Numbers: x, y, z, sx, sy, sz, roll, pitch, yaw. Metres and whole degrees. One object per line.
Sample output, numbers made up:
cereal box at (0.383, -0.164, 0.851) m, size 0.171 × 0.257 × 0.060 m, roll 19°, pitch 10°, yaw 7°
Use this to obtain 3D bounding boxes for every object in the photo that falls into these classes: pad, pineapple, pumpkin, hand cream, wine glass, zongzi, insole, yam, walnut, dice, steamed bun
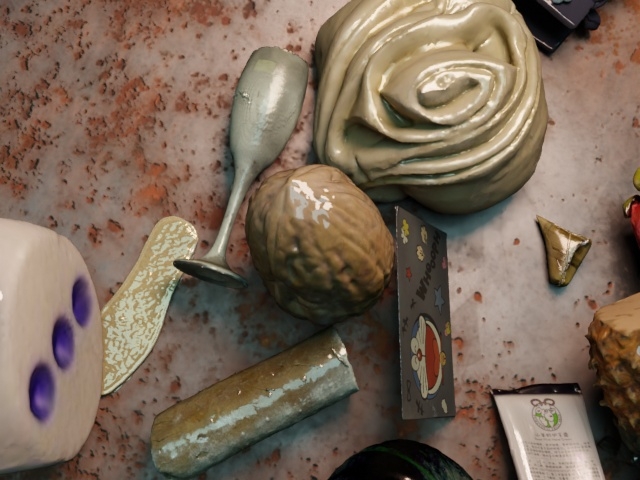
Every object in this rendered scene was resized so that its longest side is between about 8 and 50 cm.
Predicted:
pad at (0.130, 0.092, 0.847) m, size 0.006 × 0.170 × 0.245 m, roll -8°, pitch 74°, yaw 31°
pineapple at (0.409, 0.220, 0.823) m, size 0.141 × 0.170 × 0.309 m, roll -22°, pitch 100°, yaw -34°
pumpkin at (0.075, 0.355, 0.758) m, size 0.248 × 0.248 × 0.247 m, roll 1°, pitch 77°, yaw -5°
hand cream at (0.289, 0.314, 0.798) m, size 0.121 × 0.076 × 0.336 m, roll 3°, pitch 49°, yaw -8°
wine glass at (-0.098, -0.121, 0.813) m, size 0.096 × 0.264 × 0.309 m, roll 15°, pitch 75°, yaw 7°
zongzi at (0.313, 0.015, 0.938) m, size 0.083 × 0.040 × 0.076 m, roll 31°, pitch 82°, yaw 14°
insole at (-0.230, 0.081, 0.882) m, size 0.081 × 0.011 × 0.247 m, roll 24°, pitch 75°, yaw 1°
yam at (-0.077, 0.195, 0.829) m, size 0.259 × 0.093 × 0.093 m, roll -25°, pitch 80°, yaw -9°
walnut at (-0.002, 0.001, 0.806) m, size 0.178 × 0.230 × 0.178 m, roll -8°, pitch 55°, yaw 12°
dice at (-0.388, 0.118, 0.729) m, size 0.243 × 0.259 × 0.251 m, roll -6°, pitch 78°, yaw -1°
steamed bun at (0.151, -0.204, 0.878) m, size 0.310 × 0.219 × 0.324 m, roll 3°, pitch 76°, yaw -5°

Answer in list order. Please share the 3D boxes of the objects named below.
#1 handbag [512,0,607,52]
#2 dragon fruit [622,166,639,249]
handbag at (0.335, -0.478, 1.016) m, size 0.329 × 0.122 × 0.303 m, roll 41°, pitch 76°, yaw 4°
dragon fruit at (0.545, 0.005, 0.883) m, size 0.307 × 0.243 × 0.227 m, roll 34°, pitch 45°, yaw -34°
